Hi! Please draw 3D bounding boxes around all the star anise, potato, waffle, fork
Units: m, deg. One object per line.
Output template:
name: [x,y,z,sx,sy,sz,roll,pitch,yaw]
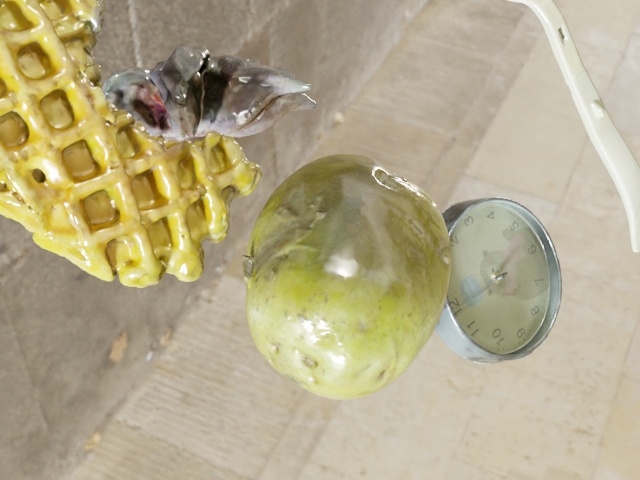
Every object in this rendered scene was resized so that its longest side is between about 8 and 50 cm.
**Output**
star anise: [-0.088,-0.103,0.660,0.204,0.180,0.061,-27,112,-81]
potato: [0.022,0.022,0.835,0.228,0.197,0.149,-51,146,-35]
waffle: [-0.122,-0.063,0.526,0.194,0.051,0.149,37,66,-25]
fork: [0.120,-0.081,0.437,0.034,0.028,0.219,-49,121,-29]

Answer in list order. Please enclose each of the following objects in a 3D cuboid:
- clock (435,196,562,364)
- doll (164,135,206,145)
clock: [0.287,0.065,1.511,0.055,0.280,0.281,-13,-134,57]
doll: [-0.242,-0.181,1.397,0.096,0.188,0.145,-35,-162,33]
